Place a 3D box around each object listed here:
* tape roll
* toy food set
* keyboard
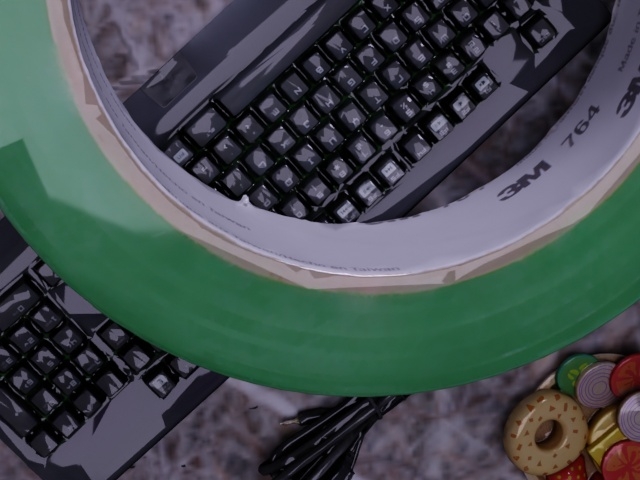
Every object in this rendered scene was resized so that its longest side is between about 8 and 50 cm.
[{"bbox_3d":[0.020,-0.104,0.481,0.321,0.077,0.321,-2,105,-8],"label":"tape roll"},{"bbox_3d":[0.132,0.091,0.610,0.082,0.020,0.083,-40,105,1],"label":"toy food set"},{"bbox_3d":[0.000,0.000,0.564,0.317,0.033,0.201,-43,106,3],"label":"keyboard"}]
